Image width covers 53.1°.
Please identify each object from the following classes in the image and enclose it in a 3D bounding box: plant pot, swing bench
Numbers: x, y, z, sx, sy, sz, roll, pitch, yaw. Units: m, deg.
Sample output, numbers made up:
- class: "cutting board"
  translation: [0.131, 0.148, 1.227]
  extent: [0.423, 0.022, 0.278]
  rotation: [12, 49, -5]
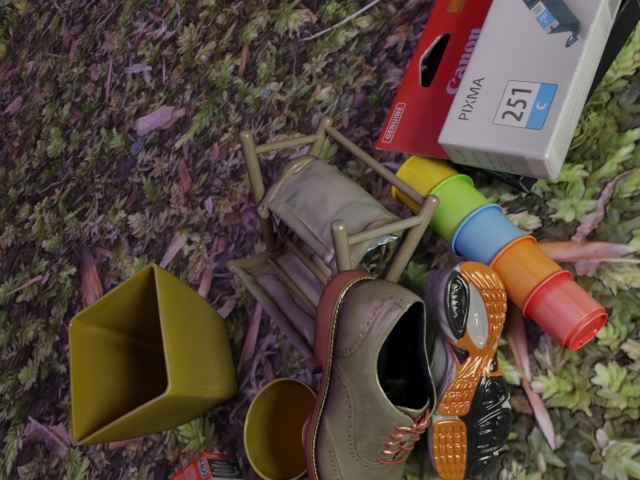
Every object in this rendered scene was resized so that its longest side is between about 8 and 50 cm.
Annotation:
- class: "plant pot"
  translation: [-0.252, 0.194, 1.018]
  extent: [0.212, 0.187, 0.212]
  rotation: [-32, 55, 24]
- class: "plant pot"
  translation: [-0.024, 0.262, 0.875]
  extent: [0.134, 0.095, 0.134]
  rotation: [-15, 63, 32]
- class: "swing bench"
  translation: [0.000, 0.000, 0.902]
  extent: [0.253, 0.165, 0.255]
  rotation: [45, 138, 39]

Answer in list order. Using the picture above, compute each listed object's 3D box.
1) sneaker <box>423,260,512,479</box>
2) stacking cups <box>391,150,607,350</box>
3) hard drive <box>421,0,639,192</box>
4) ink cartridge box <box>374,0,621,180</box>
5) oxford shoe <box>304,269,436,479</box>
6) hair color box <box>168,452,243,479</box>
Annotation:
- class: "sneaker"
  translation: [0.167, 0.156, 0.789]
  extent: [0.121, 0.099, 0.263]
  rotation: [-177, 92, -78]
- class: "stacking cups"
  translation: [0.212, 0.011, 0.805]
  extent: [0.096, 0.096, 0.316]
  rotation: [-46, 53, 13]
- class: "hard drive"
  translation: [0.274, -0.258, 0.882]
  extent: [0.237, 0.064, 0.339]
  rotation: [33, 93, 41]
- class: "ink cartridge box"
  translation: [0.215, -0.240, 0.816]
  extent: [0.261, 0.066, 0.297]
  rotation: [16, 78, 36]
- class: "oxford shoe"
  translation: [0.064, 0.214, 0.739]
  extent: [0.130, 0.122, 0.349]
  rotation: [11, 108, 51]
- class: "hair color box"
  translation: [-0.194, 0.379, 0.974]
  extent: [0.141, 0.072, 0.043]
  rotation: [-39, 53, 17]
